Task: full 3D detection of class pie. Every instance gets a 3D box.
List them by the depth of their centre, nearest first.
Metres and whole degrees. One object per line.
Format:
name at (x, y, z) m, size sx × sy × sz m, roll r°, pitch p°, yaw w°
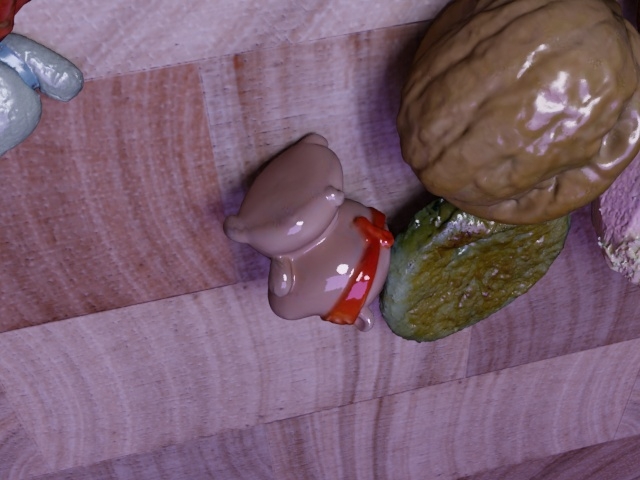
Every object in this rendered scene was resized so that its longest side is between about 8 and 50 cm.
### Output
pie at (0.194, 0.025, 1.053) m, size 0.277 × 0.079 × 0.277 m, roll -18°, pitch 145°, yaw -13°

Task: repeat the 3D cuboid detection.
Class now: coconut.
coconut at (0.457, -0.057, 0.970) m, size 0.233 × 0.233 × 0.245 m, roll 13°, pitch 129°, yaw -28°

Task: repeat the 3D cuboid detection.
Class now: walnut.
walnut at (0.195, -0.134, 0.816) m, size 0.224 × 0.257 × 0.257 m, roll -15°, pitch 148°, yaw -53°

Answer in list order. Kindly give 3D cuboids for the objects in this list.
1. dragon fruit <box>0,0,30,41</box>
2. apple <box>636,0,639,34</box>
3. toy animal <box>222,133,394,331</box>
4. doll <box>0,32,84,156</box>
dragon fruit at (-0.273, -0.257, 0.486) m, size 0.301 × 0.295 × 0.296 m, roll -30°, pitch 152°, yaw -47°
apple at (0.420, -0.241, 0.823) m, size 0.201 × 0.162 × 0.201 m, roll -25°, pitch 152°, yaw -14°
toy animal at (0.000, 0.000, 0.922) m, size 0.171 × 0.171 × 0.198 m, roll -30°, pitch 121°, yaw 12°
doll at (-0.323, -0.120, 0.751) m, size 0.214 × 0.071 × 0.104 m, roll -28°, pitch 129°, yaw -8°
